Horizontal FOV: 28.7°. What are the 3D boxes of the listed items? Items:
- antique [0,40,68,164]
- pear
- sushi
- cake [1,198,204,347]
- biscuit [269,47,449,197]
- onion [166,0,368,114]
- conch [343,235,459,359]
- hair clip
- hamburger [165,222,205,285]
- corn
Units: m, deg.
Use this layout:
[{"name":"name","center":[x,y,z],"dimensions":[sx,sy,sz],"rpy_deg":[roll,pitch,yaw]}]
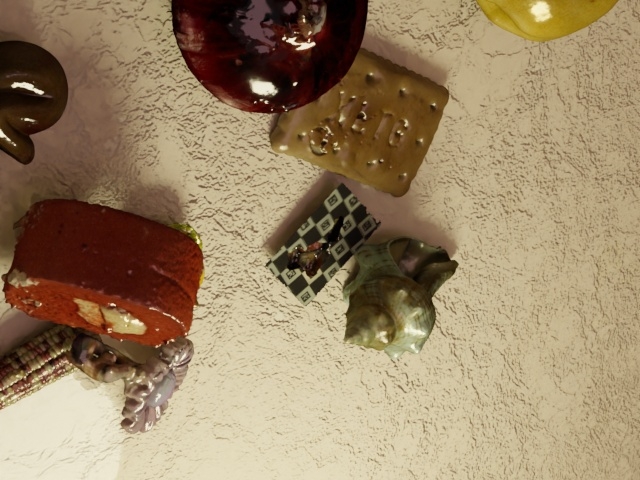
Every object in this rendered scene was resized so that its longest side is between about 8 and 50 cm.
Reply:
[{"name":"antique","center":[-0.434,-0.220,1.624],"dimensions":[0.143,0.121,0.257],"rpy_deg":[-55,134,-6]},{"name":"pear","center":[0.371,-0.481,2.023],"dimensions":[0.314,0.314,0.314],"rpy_deg":[-17,121,-31]},{"name":"sushi","center":[0.000,0.000,2.132],"dimensions":[0.201,0.031,0.139],"rpy_deg":[-47,132,-6]},{"name":"cake","center":[-0.304,0.046,1.757],"dimensions":[0.282,0.177,0.151],"rpy_deg":[17,72,-9]},{"name":"biscuit","center":[0.074,-0.203,2.084],"dimensions":[0.324,0.044,0.217],"rpy_deg":[19,100,-42]},{"name":"onion","center":[-0.057,-0.327,1.790],"dimensions":[0.313,0.232,0.314],"rpy_deg":[-16,119,-32]},{"name":"conch","center":[0.123,0.094,2.202],"dimensions":[0.203,0.169,0.386],"rpy_deg":[67,22,-12]},{"name":"hair clip","center":[-0.283,0.210,1.925],"dimensions":[0.173,0.069,0.300],"rpy_deg":[-58,152,-2]},{"name":"hamburger","center":[-0.241,0.037,1.928],"dimensions":[0.126,0.081,0.141],"rpy_deg":[-5,126,-34]},{"name":"corn","center":[-0.435,0.195,1.857],"dimensions":[0.237,0.079,0.080],"rpy_deg":[-33,128,-20]}]
